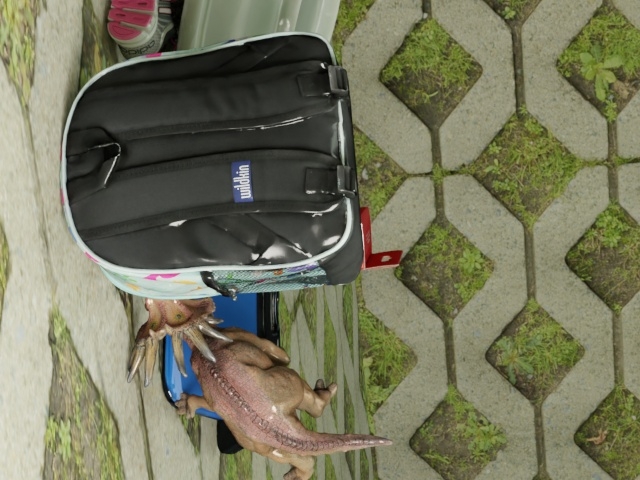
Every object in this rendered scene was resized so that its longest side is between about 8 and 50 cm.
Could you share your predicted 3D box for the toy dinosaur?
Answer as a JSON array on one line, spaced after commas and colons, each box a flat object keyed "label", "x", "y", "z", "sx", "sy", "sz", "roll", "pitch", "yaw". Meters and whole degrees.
[{"label": "toy dinosaur", "x": -0.081, "y": 0.143, "z": 1.383, "sx": 0.127, "sy": 0.296, "sz": 0.200, "roll": -53, "pitch": 154, "yaw": -7}]

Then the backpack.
[{"label": "backpack", "x": -0.094, "y": -0.056, "z": 1.234, "sx": 0.191, "sy": 0.253, "sz": 0.225, "roll": 77, "pitch": 7, "yaw": -73}]

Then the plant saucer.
[{"label": "plant saucer", "x": -0.050, "y": -0.264, "z": 1.598, "sx": 0.400, "sy": 0.100, "sz": 0.400, "roll": 16, "pitch": 90, "yaw": -79}]

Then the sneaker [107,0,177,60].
[{"label": "sneaker", "x": -0.177, "y": -0.243, "z": 1.432, "sx": 0.075, "sy": 0.063, "sz": 0.170, "roll": 80, "pitch": 12, "yaw": -52}]

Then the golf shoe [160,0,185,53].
[{"label": "golf shoe", "x": -0.154, "y": -0.232, "z": 1.580, "sx": 0.186, "sy": 0.067, "sz": 0.086, "roll": -84, "pitch": 170, "yaw": -55}]

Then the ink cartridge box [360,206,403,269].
[{"label": "ink cartridge box", "x": 0.000, "y": 0.000, "z": 2.034, "sx": 0.134, "sy": 0.231, "sz": 0.078, "roll": -58, "pitch": 143, "yaw": -79}]

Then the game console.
[{"label": "game console", "x": -0.141, "y": 0.089, "z": 1.683, "sx": 0.250, "sy": 0.173, "sz": 0.293, "roll": 140, "pitch": -47, "yaw": -59}]
